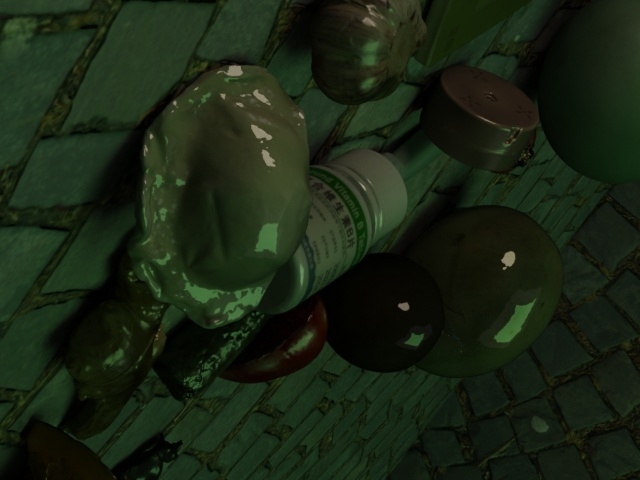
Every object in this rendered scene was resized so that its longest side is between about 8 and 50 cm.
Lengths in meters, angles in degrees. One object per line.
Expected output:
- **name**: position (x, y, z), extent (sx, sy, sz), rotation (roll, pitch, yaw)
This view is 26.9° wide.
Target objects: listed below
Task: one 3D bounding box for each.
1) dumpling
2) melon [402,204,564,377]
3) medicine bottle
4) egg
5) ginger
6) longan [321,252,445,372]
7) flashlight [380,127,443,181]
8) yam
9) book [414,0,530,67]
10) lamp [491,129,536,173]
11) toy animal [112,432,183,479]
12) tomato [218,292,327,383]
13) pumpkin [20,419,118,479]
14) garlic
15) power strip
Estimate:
- **dumpling**: position (-0.101, -0.051, 1.276), extent (0.193, 0.147, 0.258), rotation (25, 80, -39)
- **melon**: position (0.257, 0.093, 2.281), extent (0.330, 0.268, 0.268), rotation (-45, 164, 2)
- **medicine bottle**: position (-0.006, -0.018, 1.582), extent (0.237, 0.139, 0.139), rotation (-30, 155, -45)
- **egg**: position (0.487, -0.242, 2.134), extent (0.276, 0.276, 0.389), rotation (-45, 160, -16)
- **ginger**: position (-0.224, 0.127, 1.453), extent (0.148, 0.081, 0.334), rotation (-57, 172, -38)
- **longan**: position (0.096, 0.108, 2.034), extent (0.198, 0.198, 0.212), rotation (-59, 173, 27)
- **flashlight**: position (0.113, -0.110, 1.858), extent (0.200, 0.047, 0.093), rotation (-39, 159, -42)
- **yam**: position (-0.131, 0.121, 1.674), extent (0.179, 0.078, 0.078), rotation (-43, 162, -25)
- **book**: position (0.257, -0.376, 1.670), extent (0.352, 0.035, 0.239), rotation (-36, 157, -38)
- **lamp**: position (0.300, -0.157, 2.154), extent (0.107, 0.092, 0.107), rotation (-44, 162, -18)
- **toy animal**: position (-0.240, 0.316, 1.864), extent (0.135, 0.047, 0.065), rotation (-30, 147, -36)
- **tomato**: position (-0.057, 0.137, 1.746), extent (0.166, 0.082, 0.174), rotation (-43, -159, -20)
- **pumpkin**: position (-0.342, 0.348, 1.512), extent (0.190, 0.139, 0.280), rotation (-38, 158, -36)
- **garlic**: position (0.041, -0.208, 1.362), extent (0.159, 0.102, 0.147), rotation (-52, 154, -38)
- **power strip**: position (0.214, -0.168, 1.816), extent (0.154, 0.154, 0.078), rotation (-29, 151, -51)
